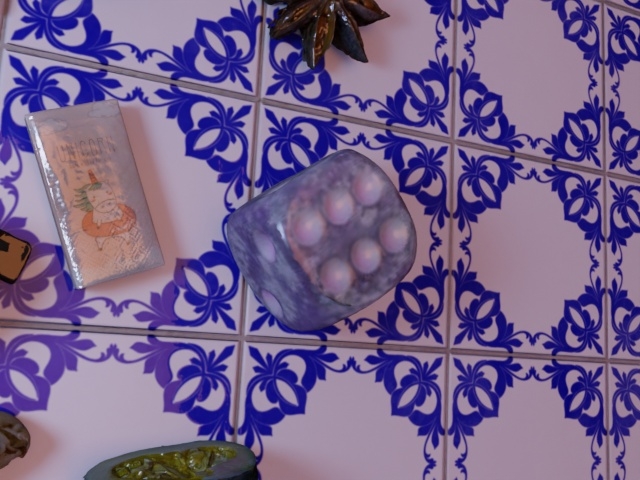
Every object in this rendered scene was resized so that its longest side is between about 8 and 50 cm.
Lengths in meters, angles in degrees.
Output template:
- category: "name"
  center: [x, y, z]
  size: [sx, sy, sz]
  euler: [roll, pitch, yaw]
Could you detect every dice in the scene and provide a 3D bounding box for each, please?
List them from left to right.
- category: "dice"
  center: [0.000, 0.000, 1.389]
  size: [0.270, 0.271, 0.270]
  euler: [-34, 98, -26]

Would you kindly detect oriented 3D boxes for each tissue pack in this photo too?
- category: "tissue pack"
  center: [-0.410, -0.087, 1.314]
  size: [0.170, 0.071, 0.325]
  euler: [-16, 90, -25]

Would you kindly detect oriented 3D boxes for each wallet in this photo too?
- category: "wallet"
  center: [-0.586, 0.010, 1.244]
  size: [0.157, 0.018, 0.082]
  euler: [29, 72, -19]

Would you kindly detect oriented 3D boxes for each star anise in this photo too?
- category: "star anise"
  center: [0.003, -0.520, 1.552]
  size: [0.332, 0.118, 0.331]
  euler: [-1, 92, -24]

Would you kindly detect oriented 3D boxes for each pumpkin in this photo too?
- category: "pumpkin"
  center: [-0.243, 0.472, 1.216]
  size: [0.293, 0.263, 0.196]
  euler: [-4, 89, -24]

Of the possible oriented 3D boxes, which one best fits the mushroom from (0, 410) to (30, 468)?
- category: "mushroom"
  center: [-0.660, 0.330, 1.102]
  size: [0.397, 0.126, 0.177]
  euler: [14, 50, -26]
